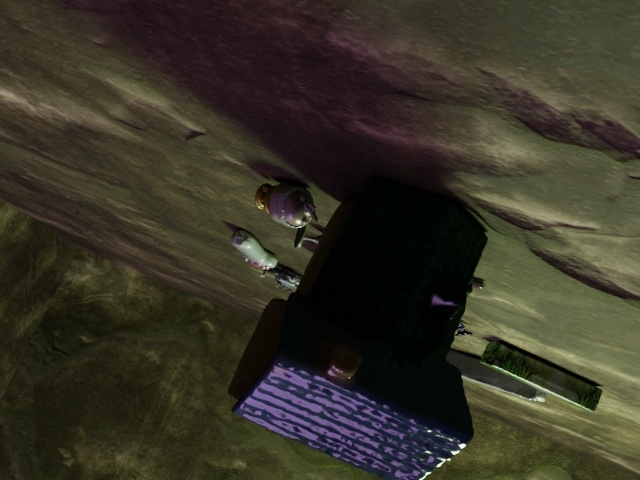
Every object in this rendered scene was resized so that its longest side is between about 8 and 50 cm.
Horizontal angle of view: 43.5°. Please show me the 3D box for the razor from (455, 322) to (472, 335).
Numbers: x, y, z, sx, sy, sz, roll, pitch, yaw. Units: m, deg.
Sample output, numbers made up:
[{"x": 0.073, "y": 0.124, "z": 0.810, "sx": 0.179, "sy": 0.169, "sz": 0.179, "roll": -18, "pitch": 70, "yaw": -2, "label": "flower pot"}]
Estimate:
[{"x": 0.288, "y": 0.178, "z": 1.807, "sx": 0.044, "sy": 0.028, "sz": 0.154, "roll": -12, "pitch": 146, "yaw": 36, "label": "razor"}]

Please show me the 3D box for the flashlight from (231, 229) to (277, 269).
[{"x": -0.168, "y": 0.026, "z": 1.971, "sx": 0.093, "sy": 0.048, "sz": 0.200, "roll": 20, "pitch": 168, "yaw": 18, "label": "flashlight"}]

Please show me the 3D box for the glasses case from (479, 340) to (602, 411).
[{"x": 0.522, "y": 0.320, "z": 1.902, "sx": 0.272, "sy": 0.062, "sz": 0.095, "roll": 25, "pitch": 174, "yaw": -5, "label": "glasses case"}]

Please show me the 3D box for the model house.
[{"x": 0.095, "y": 0.136, "z": 1.176, "sx": 0.334, "sy": 0.382, "sz": 0.342, "roll": 25, "pitch": 169, "yaw": -10, "label": "model house"}]

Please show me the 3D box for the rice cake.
[{"x": 0.457, "y": 0.364, "z": 2.176, "sx": 0.365, "sy": 0.073, "sz": 0.056, "roll": 10, "pitch": 165, "yaw": 46, "label": "rice cake"}]

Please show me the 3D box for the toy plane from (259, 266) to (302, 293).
[{"x": -0.099, "y": 0.094, "z": 2.135, "sx": 0.197, "sy": 0.053, "sz": 0.078, "roll": 27, "pitch": 159, "yaw": -19, "label": "toy plane"}]

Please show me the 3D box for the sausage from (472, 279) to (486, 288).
[{"x": 0.260, "y": 0.075, "z": 1.462, "sx": 0.100, "sy": 0.015, "sz": 0.015, "roll": 10, "pitch": 161, "yaw": 47, "label": "sausage"}]

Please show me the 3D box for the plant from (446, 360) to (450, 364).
[{"x": 0.191, "y": 0.297, "z": 2.189, "sx": 0.320, "sy": 0.194, "sz": 0.181, "roll": 32, "pitch": 178, "yaw": -16, "label": "plant"}]

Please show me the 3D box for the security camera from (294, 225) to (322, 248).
[{"x": 0.000, "y": 0.000, "z": 1.576, "sx": 0.092, "sy": 0.058, "sz": 0.058, "roll": 14, "pitch": 170, "yaw": -11, "label": "security camera"}]

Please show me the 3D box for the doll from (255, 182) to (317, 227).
[{"x": -0.044, "y": -0.061, "z": 1.357, "sx": 0.127, "sy": 0.073, "sz": 0.084, "roll": 20, "pitch": -159, "yaw": 34, "label": "doll"}]
